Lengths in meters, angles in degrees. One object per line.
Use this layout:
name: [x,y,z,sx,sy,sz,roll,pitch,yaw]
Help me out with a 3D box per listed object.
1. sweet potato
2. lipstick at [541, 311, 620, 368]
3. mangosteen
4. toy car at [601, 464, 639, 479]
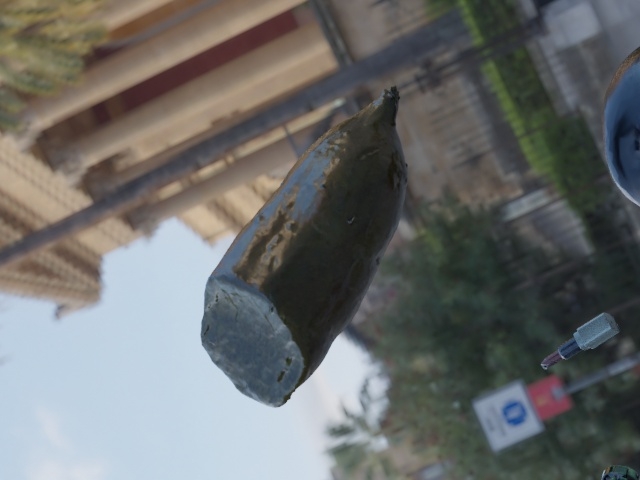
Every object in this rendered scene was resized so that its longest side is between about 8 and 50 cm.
sweet potato: [0.000,0.000,1.620,0.157,0.370,0.158,33,167,8]
lipstick: [0.309,0.125,1.768,0.025,0.107,0.025,19,-137,-50]
mangosteen: [0.435,-0.141,1.682,0.243,0.243,0.243,62,-171,-18]
toy car: [0.271,0.282,1.464,0.143,0.054,0.073,106,-171,-49]
